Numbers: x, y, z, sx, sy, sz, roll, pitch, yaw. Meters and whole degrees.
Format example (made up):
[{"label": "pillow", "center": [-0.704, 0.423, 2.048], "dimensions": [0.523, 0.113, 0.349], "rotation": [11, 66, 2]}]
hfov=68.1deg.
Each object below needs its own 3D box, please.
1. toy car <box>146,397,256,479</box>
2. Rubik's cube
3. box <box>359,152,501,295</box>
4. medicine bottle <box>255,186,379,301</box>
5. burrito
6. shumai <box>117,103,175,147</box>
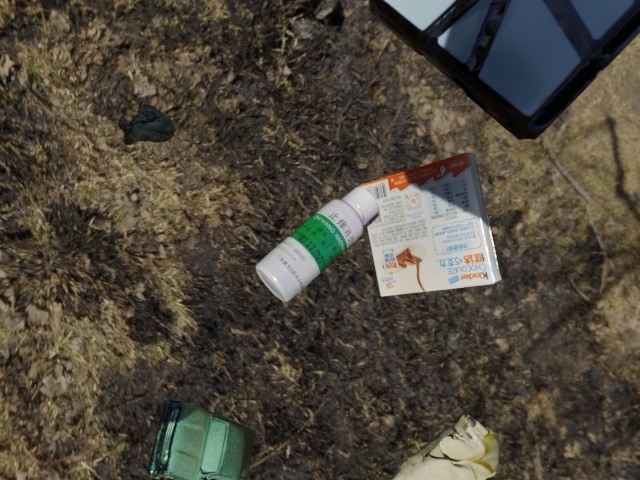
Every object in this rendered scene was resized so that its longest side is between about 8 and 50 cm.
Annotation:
[{"label": "toy car", "center": [-0.212, 0.411, 0.938], "dimensions": [0.321, 0.097, 0.142], "rotation": [59, 31, -53]}, {"label": "Rubik's cube", "center": [0.280, -0.339, 0.596], "dimensions": [0.293, 0.289, 0.283], "rotation": [45, 39, 13]}, {"label": "box", "center": [0.225, -0.023, 1.019], "dimensions": [0.048, 0.273, 0.265], "rotation": [-8, 87, -50]}, {"label": "medicine bottle", "center": [0.000, 0.000, 0.901], "dimensions": [0.260, 0.095, 0.095], "rotation": [-43, 108, -19]}, {"label": "burrito", "center": [0.210, 0.475, 0.879], "dimensions": [0.331, 0.135, 0.191], "rotation": [-24, 79, -33]}, {"label": "shumai", "center": [-0.307, -0.190, 0.830], "dimensions": [0.081, 0.083, 0.082], "rotation": [-58, 150, -19]}]
